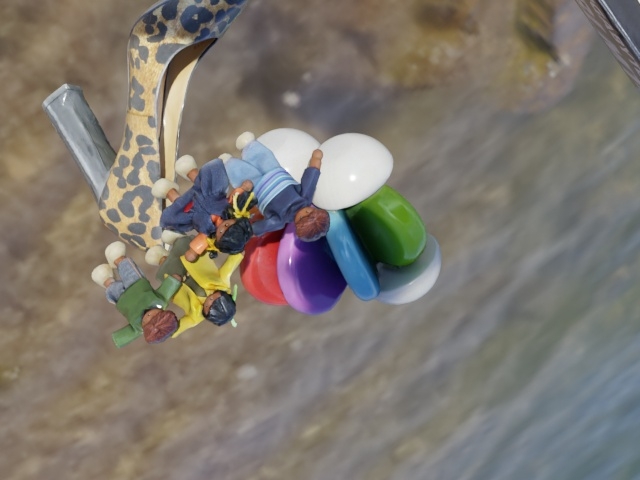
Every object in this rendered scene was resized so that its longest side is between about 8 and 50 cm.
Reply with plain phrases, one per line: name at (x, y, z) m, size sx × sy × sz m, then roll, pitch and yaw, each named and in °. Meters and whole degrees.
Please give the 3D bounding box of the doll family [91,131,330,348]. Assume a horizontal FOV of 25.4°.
doll family at (-0.073, 0.003, 1.006) m, size 0.076 × 0.111 × 0.193 m, roll 28°, pitch 101°, yaw -43°

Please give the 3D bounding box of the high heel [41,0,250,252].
high heel at (-0.116, -0.115, 1.287) m, size 0.261 × 0.186 × 0.093 m, roll -35°, pitch 172°, yaw 23°

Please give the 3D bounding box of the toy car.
toy car at (0.000, 0.000, 1.185) m, size 0.136 × 0.182 × 0.159 m, roll -50°, pitch 129°, yaw -29°

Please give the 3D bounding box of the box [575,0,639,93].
box at (0.316, -0.162, 0.824) m, size 0.293 × 0.073 × 0.295 m, roll -41°, pitch 123°, yaw 4°
